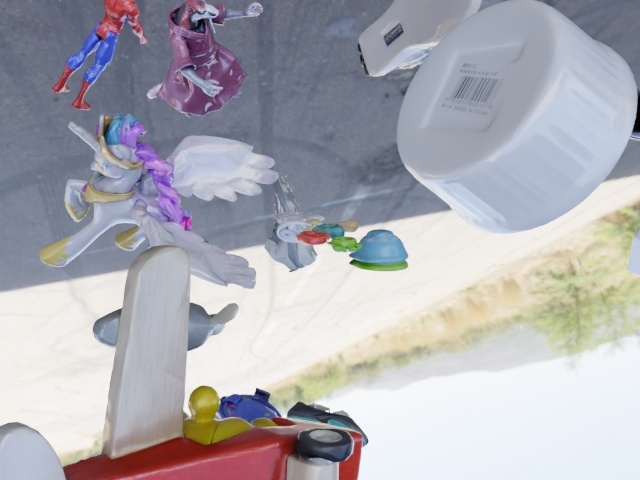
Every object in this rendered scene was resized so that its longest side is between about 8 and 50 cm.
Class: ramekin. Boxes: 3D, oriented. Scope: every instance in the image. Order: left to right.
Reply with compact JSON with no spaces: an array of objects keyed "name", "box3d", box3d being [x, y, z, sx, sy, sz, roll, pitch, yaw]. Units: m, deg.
[{"name":"ramekin","box3d":[0.225,-0.159,0.760,0.135,0.277,0.277,25,144,-33]}]

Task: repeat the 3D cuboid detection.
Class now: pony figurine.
[{"name":"pony figurine","box3d":[-0.283,-0.045,1.045,0.351,0.302,0.363,20,140,-23]}]

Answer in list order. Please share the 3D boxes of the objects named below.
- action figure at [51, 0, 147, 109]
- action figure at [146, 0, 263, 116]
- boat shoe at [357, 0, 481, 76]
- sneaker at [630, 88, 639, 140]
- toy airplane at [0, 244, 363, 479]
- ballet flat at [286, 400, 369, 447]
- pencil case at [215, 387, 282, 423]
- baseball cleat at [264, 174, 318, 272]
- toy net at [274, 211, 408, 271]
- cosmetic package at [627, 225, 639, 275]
[{"name":"action figure","box3d":[-0.404,-0.396,1.189,0.280,0.091,0.139,-51,178,23]},{"name":"action figure","box3d":[-0.308,-0.491,1.518,0.248,0.276,0.370,-59,165,-22]},{"name":"boat shoe","box3d":[0.216,-0.415,1.140,0.158,0.127,0.341,-20,-174,-27]},{"name":"sneaker","box3d":[0.433,-0.189,0.864,0.097,0.084,0.235,18,-170,-23]},{"name":"toy airplane","box3d":[-0.181,0.259,0.667,0.386,0.384,0.272,-46,-160,-16]},{"name":"ballet flat","box3d":[0.021,0.409,1.376,0.203,0.074,0.074,9,178,22]},{"name":"pencil case","box3d":[-0.171,0.373,0.939,0.306,0.133,0.119,-57,161,11]},{"name":"baseball cleat","box3d":[-0.083,-0.034,1.281,0.110,0.205,0.072,-24,168,15]},{"name":"toy net","box3d":[0.000,0.000,0.773,0.122,0.045,0.232,-10,-165,-37]},{"name":"cosmetic package","box3d":[0.664,-0.020,0.985,0.224,0.224,0.138,-54,147,-16]}]
